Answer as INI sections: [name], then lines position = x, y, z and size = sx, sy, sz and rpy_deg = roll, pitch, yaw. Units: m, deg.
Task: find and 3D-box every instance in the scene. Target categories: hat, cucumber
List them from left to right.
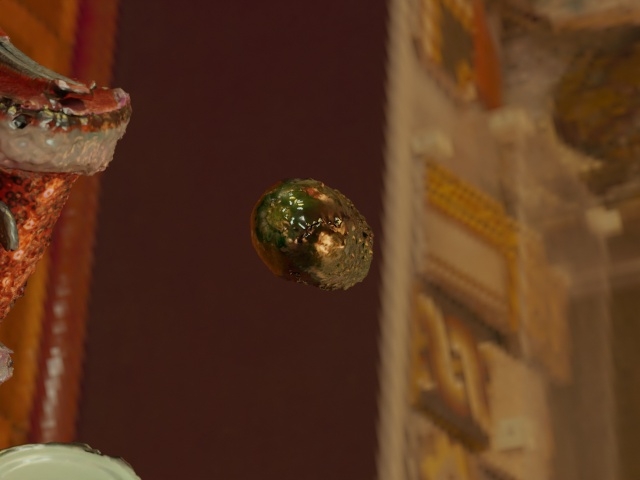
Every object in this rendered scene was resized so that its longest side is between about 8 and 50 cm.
[hat]
position = -0.201, -0.015, 1.210
size = 0.129, 0.140, 0.227
rpy_deg = -10, 117, -59
[cucumber]
position = 0.000, 0.000, 1.275
size = 0.227, 0.069, 0.069
rpy_deg = 29, 51, -77

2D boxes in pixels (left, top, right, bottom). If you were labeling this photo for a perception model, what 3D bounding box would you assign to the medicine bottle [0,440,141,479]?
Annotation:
[medicine bottle]
position = -0.165, 0.310, 1.088
size = 0.108, 0.108, 0.426
rpy_deg = -49, 152, -58
